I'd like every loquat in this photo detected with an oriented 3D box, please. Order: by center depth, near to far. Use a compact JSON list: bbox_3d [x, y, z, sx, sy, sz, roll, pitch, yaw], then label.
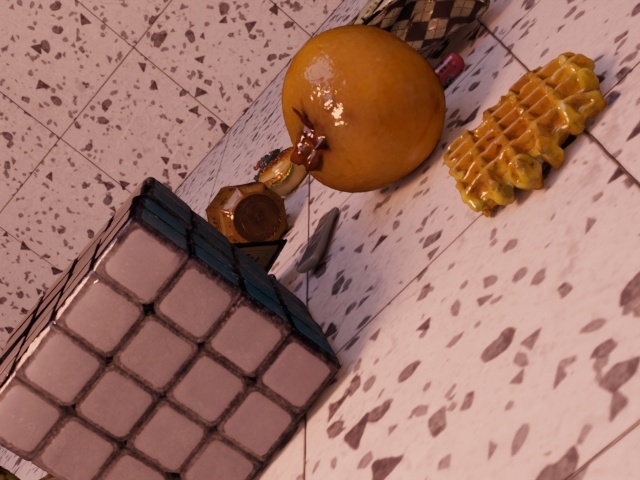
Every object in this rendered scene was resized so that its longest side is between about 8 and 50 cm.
[{"bbox_3d":[0.060,-0.204,1.445,0.275,0.275,0.275,-46,16,18],"label":"loquat"}]

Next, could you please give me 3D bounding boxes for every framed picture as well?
[{"bbox_3d":[-0.164,0.075,1.593,0.195,0.010,0.199,-4,-48,-53],"label":"framed picture"}]

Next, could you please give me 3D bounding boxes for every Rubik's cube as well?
[{"bbox_3d":[-0.221,0.158,1.258,0.343,0.344,0.337,-51,17,4],"label":"Rubik's cube"}]

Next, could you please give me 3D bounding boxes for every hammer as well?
[{"bbox_3d":[0.224,-0.302,1.619,0.083,0.043,0.043,-43,17,19],"label":"hammer"}]

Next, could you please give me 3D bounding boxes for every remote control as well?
[{"bbox_3d":[0.000,0.000,1.586,0.050,0.027,0.184,-39,15,31],"label":"remote control"}]

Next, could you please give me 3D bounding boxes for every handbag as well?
[{"bbox_3d":[0.148,-0.434,1.809,0.317,0.180,0.416,-40,13,7],"label":"handbag"}]

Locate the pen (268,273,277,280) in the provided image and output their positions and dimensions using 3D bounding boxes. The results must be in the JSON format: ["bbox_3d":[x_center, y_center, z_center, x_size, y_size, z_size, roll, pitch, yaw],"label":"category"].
[{"bbox_3d":[-0.081,0.099,1.585,0.025,0.025,0.204,-49,15,8],"label":"pen"}]

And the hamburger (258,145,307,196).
[{"bbox_3d":[-0.086,-0.162,2.075,0.141,0.081,0.126,-57,17,-25],"label":"hamburger"}]

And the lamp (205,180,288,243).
[{"bbox_3d":[-0.157,-0.048,1.892,0.161,0.161,0.185,-53,15,-9],"label":"lamp"}]

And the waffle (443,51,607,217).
[{"bbox_3d":[0.258,-0.134,1.112,0.229,0.057,0.219,-44,17,19],"label":"waffle"}]

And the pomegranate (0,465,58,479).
[{"bbox_3d":[-0.621,0.550,1.707,0.285,0.285,0.341,-41,-14,31],"label":"pomegranate"}]

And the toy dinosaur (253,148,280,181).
[{"bbox_3d":[-0.143,-0.199,2.382,0.055,0.049,0.154,-33,19,40],"label":"toy dinosaur"}]
